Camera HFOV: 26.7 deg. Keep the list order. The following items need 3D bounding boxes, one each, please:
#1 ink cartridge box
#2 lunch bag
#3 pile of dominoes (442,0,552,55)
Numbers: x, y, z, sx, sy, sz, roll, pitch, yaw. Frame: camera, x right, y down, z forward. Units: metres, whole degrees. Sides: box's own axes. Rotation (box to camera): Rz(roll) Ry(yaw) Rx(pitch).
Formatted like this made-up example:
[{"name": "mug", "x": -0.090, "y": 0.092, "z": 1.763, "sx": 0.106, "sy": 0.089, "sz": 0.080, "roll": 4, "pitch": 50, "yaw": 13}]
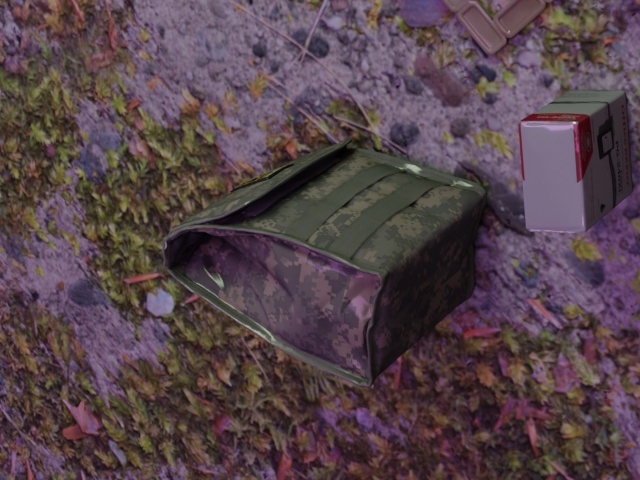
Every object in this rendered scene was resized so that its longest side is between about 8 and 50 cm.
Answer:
[{"name": "ink cartridge box", "x": 0.251, "y": -0.080, "z": 1.317, "sx": 0.063, "sy": 0.150, "sz": 0.109, "roll": 2, "pitch": 108, "yaw": 31}, {"name": "lunch bag", "x": 0.000, "y": 0.000, "z": 1.469, "sx": 0.287, "sy": 0.235, "sz": 0.169, "roll": 21, "pitch": 123, "yaw": 27}, {"name": "pile of dominoes", "x": 0.165, "y": -0.343, "z": 1.368, "sx": 0.251, "sy": 0.040, "sz": 0.196, "roll": 51, "pitch": 128, "yaw": -1}]
